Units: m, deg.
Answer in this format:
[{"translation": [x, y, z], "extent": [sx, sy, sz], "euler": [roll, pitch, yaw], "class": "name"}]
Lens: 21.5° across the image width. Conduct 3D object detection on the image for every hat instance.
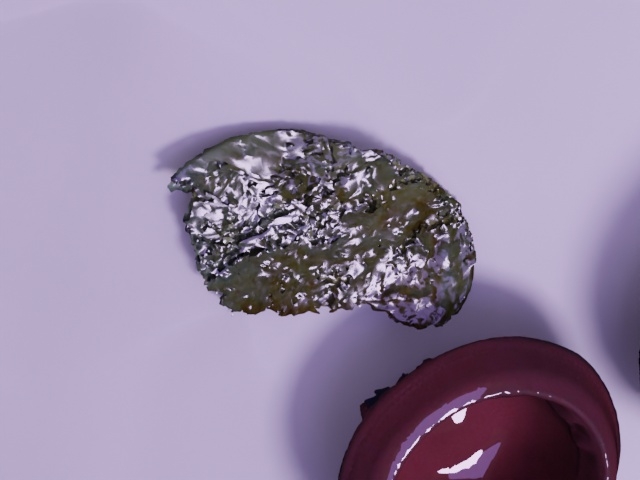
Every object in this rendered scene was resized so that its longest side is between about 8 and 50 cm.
[{"translation": [0.098, 0.144, 1.074], "extent": [0.205, 0.089, 0.205], "euler": [-8, 116, -17], "class": "hat"}]

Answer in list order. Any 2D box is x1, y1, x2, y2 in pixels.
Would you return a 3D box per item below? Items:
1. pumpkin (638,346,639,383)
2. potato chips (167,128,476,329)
[{"translation": [0.316, 0.079, 1.078], "extent": [0.233, 0.163, 0.233], "euler": [-9, 119, -17], "class": "pumpkin"}, {"translation": [0.000, 0.000, 0.992], "extent": [0.142, 0.026, 0.209], "euler": [-44, 124, 9], "class": "potato chips"}]
